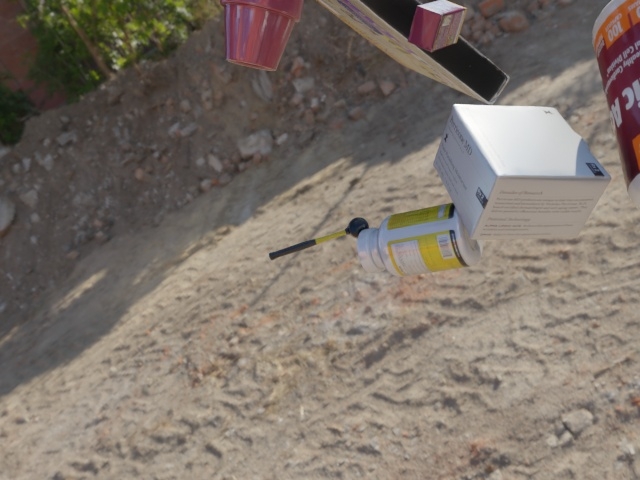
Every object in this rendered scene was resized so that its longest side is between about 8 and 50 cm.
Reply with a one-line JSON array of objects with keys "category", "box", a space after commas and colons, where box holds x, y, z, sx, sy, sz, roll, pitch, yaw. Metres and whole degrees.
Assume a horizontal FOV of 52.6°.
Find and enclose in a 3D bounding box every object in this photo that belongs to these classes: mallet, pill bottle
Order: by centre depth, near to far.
[{"category": "pill bottle", "box": [0.527, -0.161, 0.894, 0.224, 0.224, 0.392, -17, 64, 32]}, {"category": "pill bottle", "box": [0.156, 0.003, 1.034, 0.184, 0.103, 0.103, -11, 30, 30]}, {"category": "mallet", "box": [0.000, 0.000, 1.176, 0.189, 0.039, 0.062, -18, -2, 11]}]

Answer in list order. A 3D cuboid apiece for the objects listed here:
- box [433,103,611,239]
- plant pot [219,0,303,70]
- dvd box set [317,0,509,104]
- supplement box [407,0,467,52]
[{"category": "box", "box": [0.288, -0.103, 0.957, 0.182, 0.119, 0.181, -1, 44, -14]}, {"category": "plant pot", "box": [-0.154, -0.519, 1.589, 0.201, 0.180, 0.201, 11, 10, -2]}, {"category": "dvd box set", "box": [0.134, -0.397, 1.200, 0.062, 0.307, 0.420, -54, 24, 12]}, {"category": "supplement box", "box": [0.168, -0.309, 0.929, 0.043, 0.055, 0.083, 31, 37, 23]}]
